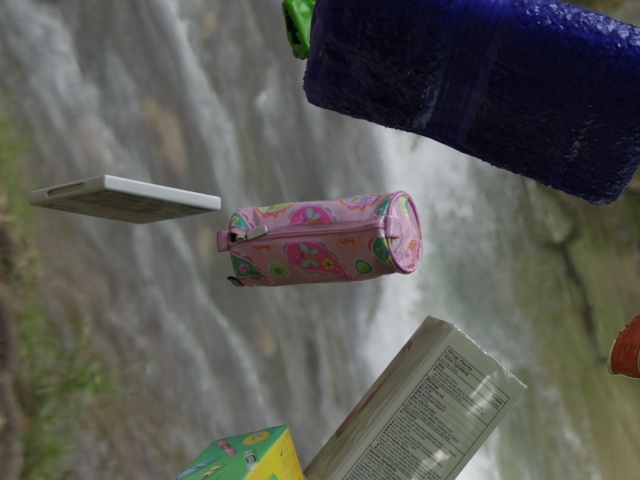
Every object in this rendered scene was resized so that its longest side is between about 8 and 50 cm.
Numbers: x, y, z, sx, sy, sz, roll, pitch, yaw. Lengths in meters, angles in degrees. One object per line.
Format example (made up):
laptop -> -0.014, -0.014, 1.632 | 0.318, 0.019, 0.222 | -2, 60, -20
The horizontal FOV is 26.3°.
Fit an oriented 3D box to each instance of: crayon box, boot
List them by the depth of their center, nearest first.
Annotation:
crayon box -> -0.072, 0.278, 1.180 | 0.278, 0.081, 0.165 | -31, 107, -77
boot -> 0.419, 0.109, 1.756 | 0.059, 0.084, 0.158 | 40, 63, -22

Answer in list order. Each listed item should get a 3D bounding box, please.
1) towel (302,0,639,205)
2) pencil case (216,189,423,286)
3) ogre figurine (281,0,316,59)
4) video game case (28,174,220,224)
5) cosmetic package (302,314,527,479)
towel -> 0.137, -0.130, 1.137 | 0.228, 0.308, 0.076 | 99, 9, -69
pencil case -> 0.000, 0.000, 1.908 | 0.124, 0.284, 0.124 | 12, 76, -60
ogre figurine -> 0.002, -0.262, 1.400 | 0.197, 0.118, 0.097 | 53, -23, 30
video game case -> -0.273, -0.056, 1.910 | 0.201, 0.183, 0.023 | 11, 77, -44
cosmetic package -> 0.130, 0.267, 1.923 | 0.153, 0.296, 0.129 | 42, -5, -12
